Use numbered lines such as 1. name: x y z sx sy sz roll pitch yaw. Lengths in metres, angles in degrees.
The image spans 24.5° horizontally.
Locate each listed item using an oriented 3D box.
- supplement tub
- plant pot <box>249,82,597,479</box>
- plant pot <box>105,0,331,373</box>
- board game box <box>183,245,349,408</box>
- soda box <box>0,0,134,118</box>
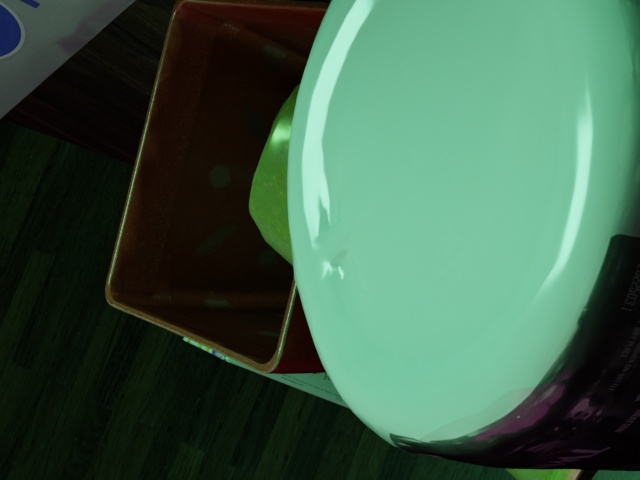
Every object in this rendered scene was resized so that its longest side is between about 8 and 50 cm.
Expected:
1. supplement tub: 0.175 -0.013 0.569 0.338 0.207 0.207 6 -175 -31
2. plant pot: 0.108 -0.015 0.880 0.254 0.276 0.276 34 179 16
3. plant pot: 0.014 -0.036 1.198 0.235 0.267 0.267 12 -177 -37
4. board game box: 0.000 0.000 1.402 0.144 0.275 0.142 24 176 -21
5. soda box: -0.108 -0.144 0.573 0.091 0.098 0.286 25 145 -31
